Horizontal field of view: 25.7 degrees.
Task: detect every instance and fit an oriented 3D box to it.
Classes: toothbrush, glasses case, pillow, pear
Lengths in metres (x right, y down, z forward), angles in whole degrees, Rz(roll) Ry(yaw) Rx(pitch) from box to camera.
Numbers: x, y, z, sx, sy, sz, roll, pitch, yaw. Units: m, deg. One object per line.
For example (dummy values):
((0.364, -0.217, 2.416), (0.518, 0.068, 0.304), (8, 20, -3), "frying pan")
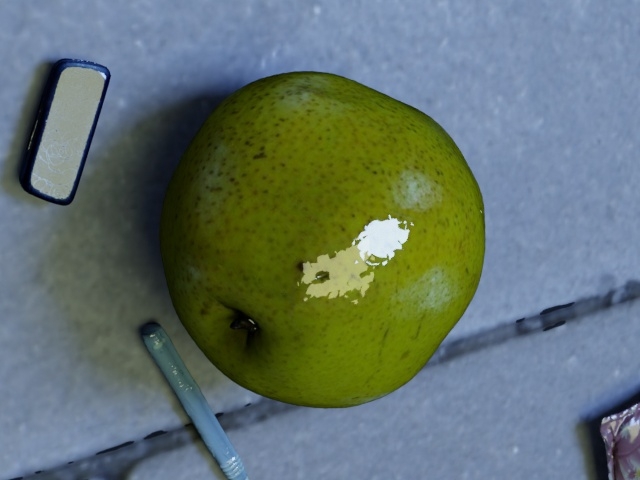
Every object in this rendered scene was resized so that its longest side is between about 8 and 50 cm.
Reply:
((-0.062, 0.140, 0.909), (0.016, 0.019, 0.219), (-32, 118, -11), "toothbrush")
((-0.147, -0.063, 0.797), (0.033, 0.023, 0.083), (15, 95, -23), "glasses case")
((0.291, 0.141, 1.094), (0.185, 0.043, 0.118), (-24, 122, -18), "pillow")
((-0.001, -0.001, 0.810), (0.198, 0.198, 0.198), (-9, 109, -27), "pear")
